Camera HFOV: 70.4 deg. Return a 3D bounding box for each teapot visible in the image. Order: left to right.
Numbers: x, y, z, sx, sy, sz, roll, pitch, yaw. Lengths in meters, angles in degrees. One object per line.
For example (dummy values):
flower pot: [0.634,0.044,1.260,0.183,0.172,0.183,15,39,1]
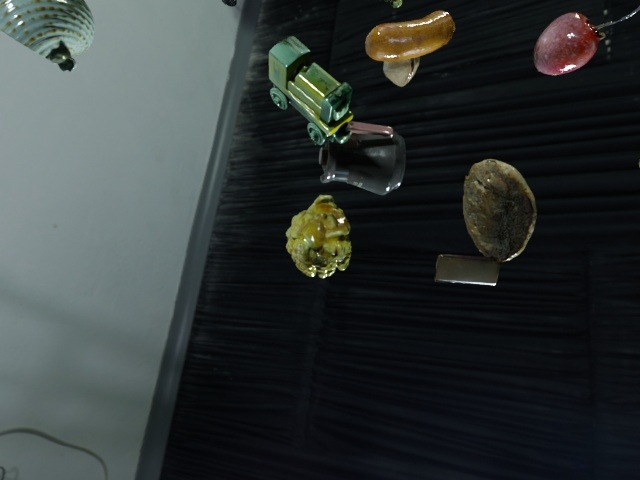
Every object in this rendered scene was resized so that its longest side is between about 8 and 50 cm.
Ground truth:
teapot: [0.182,-0.378,2.009,0.376,0.362,0.305,107,-16,-63]

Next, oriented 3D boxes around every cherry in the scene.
cherry: [0.478,-0.384,0.812,0.090,0.225,0.106,22,58,-19]

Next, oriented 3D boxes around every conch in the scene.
conch: [-0.486,-0.402,0.815,0.131,0.200,0.172,-54,156,6]

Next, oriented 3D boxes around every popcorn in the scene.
popcorn: [-0.002,-0.007,1.901,0.274,0.279,0.335,58,10,-44]

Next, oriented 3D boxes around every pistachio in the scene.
pistachio: [0.273,-0.586,1.515,0.185,0.109,0.126,-169,-109,-83]

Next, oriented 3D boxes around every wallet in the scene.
wallet: [0.487,0.099,1.511,0.031,0.198,0.110,-73,163,-53]

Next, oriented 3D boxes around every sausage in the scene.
sausage: [0.243,-0.550,1.234,0.271,0.109,0.108,-22,113,-22]

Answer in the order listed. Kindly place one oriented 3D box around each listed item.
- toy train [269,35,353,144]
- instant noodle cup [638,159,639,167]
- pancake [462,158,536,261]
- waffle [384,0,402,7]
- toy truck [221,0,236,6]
toy train: [-0.036,-0.521,1.618,0.160,0.397,0.253,-40,167,-19]
instant noodle cup: [1.240,-0.250,1.612,0.144,0.182,0.182,36,56,-28]
pancake: [0.583,-0.105,1.518,0.065,0.356,0.355,-18,110,-17]
waffle: [0.184,-0.924,1.466,0.073,0.317,0.297,170,-60,-76]
toy truck: [-0.239,-0.809,1.356,0.116,0.216,0.110,20,63,-56]
